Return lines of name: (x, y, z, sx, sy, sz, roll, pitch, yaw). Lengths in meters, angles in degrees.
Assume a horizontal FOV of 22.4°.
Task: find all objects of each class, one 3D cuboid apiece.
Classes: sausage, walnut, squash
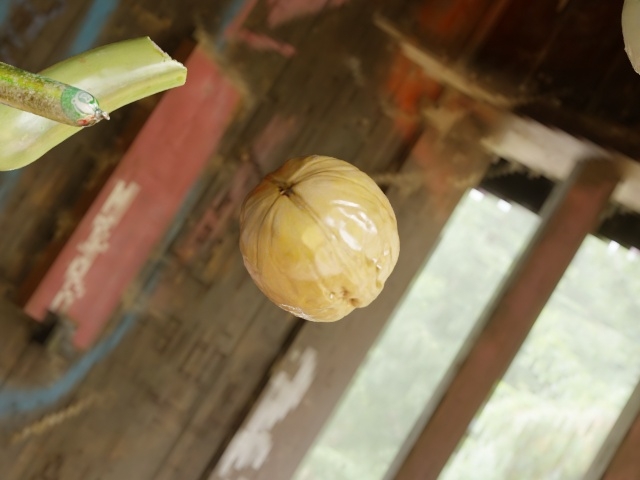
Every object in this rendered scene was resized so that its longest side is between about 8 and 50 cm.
sausage: (-0.288, -0.138, 1.316, 0.269, 0.033, 0.033, 19, -14, 18)
walnut: (0.000, 0.000, 2.018, 0.195, 0.195, 0.221, 26, -15, 31)
squash: (-0.266, -0.151, 1.736, 0.083, 0.250, 0.083, 49, -23, 30)

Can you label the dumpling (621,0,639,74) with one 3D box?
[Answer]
dumpling: (0.318, -0.181, 1.288, 0.155, 0.181, 0.111, 1, -61, 13)
